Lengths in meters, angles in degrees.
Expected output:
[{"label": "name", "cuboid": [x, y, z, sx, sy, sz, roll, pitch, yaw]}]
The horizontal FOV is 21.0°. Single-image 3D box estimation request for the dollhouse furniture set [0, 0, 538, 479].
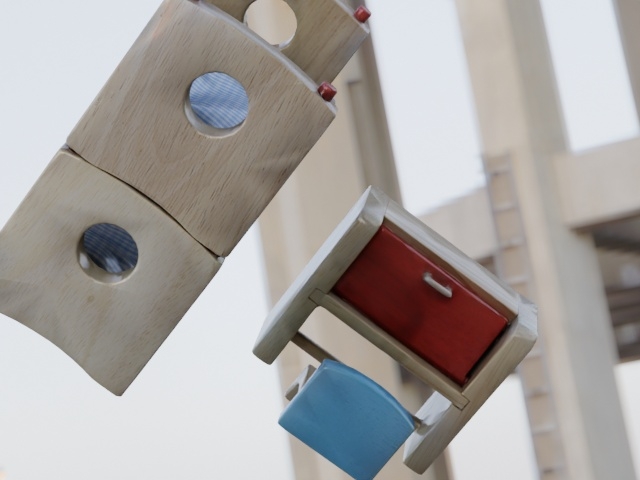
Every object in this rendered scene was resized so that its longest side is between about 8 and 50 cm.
[{"label": "dollhouse furniture set", "cuboid": [0.000, 0.000, 0.614, 0.129, 0.183, 0.129, -52, 7, 19]}]
